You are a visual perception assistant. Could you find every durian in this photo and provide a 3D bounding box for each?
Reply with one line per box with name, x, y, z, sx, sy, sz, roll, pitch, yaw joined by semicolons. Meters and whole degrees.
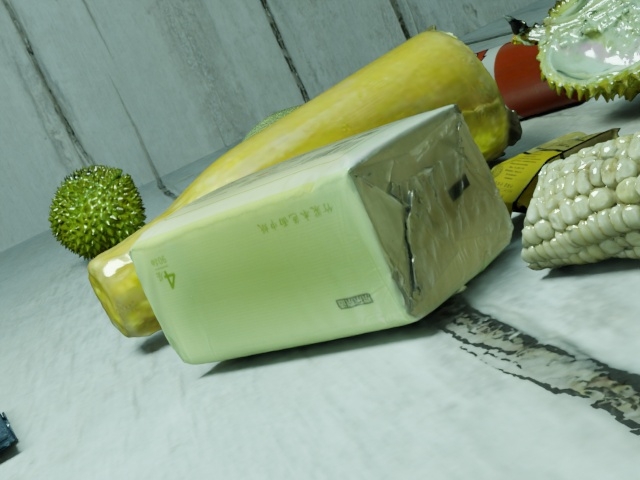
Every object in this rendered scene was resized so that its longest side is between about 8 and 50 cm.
durian;-0.384;-0.045;1.759;0.198;0.159;0.146;-16;14;44
durian;0.315;-0.208;1.035;0.237;0.194;0.137;-4;-21;35

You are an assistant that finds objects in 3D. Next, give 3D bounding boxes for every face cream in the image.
face cream;0.229;-0.195;1.296;0.096;0.096;0.214;-33;14;-38

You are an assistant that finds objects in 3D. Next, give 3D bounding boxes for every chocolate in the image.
chocolate;-0.014;-0.042;1.026;0.445;0.162;0.162;-33;13;-19

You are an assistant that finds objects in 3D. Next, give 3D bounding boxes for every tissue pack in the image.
tissue pack;0.000;0.000;0.777;0.234;0.125;0.159;-17;12;40

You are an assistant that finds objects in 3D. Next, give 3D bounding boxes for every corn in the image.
corn;0.198;-0.032;0.607;0.087;0.087;0.210;-33;15;-39

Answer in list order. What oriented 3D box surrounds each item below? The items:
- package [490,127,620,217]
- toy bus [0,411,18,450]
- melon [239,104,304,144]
package;0.174;-0.046;0.826;0.131;0.047;0.071;-25;13;-11
toy bus;-0.295;0.146;0.884;0.047;0.065;0.166;-29;13;-19
melon;-0.022;-0.083;1.189;0.192;0.139;0.139;-27;8;31
